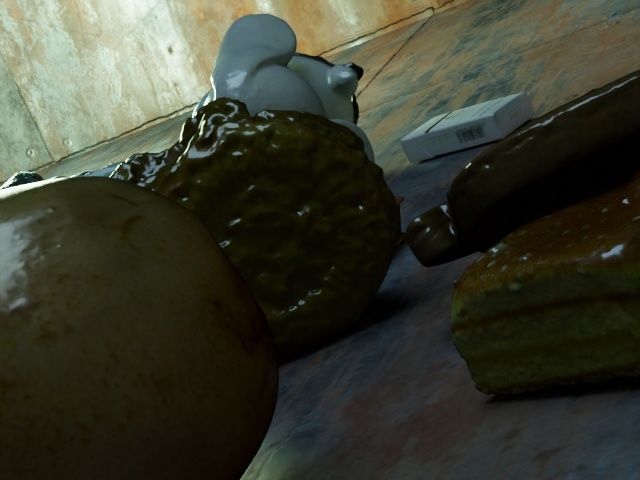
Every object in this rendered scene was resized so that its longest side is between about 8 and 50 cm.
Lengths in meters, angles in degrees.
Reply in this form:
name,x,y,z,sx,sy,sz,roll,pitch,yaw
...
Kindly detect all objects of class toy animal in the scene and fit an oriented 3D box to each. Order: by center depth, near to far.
name,x,y,z,sx,sy,sz,roll,pitch,yaw
toy animal,-0.040,-0.150,2.171,0.174,0.249,0.289,-41,20,26

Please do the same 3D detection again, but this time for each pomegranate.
name,x,y,z,sx,sy,sz,roll,pitch,yaw
pomegranate,-0.190,0.103,1.189,0.319,0.319,0.319,-23,11,5

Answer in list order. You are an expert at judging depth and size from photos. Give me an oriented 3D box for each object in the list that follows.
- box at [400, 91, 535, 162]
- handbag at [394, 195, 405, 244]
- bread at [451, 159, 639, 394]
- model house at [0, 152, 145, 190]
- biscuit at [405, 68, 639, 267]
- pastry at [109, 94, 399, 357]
name,x,y,z,sx,sy,sz,roll,pitch,yaw
box,0.185,-0.143,2.170,0.154,0.040,0.084,-14,17,43
handbag,0.000,0.000,1.766,0.127,0.063,0.190,5,22,23
bread,0.222,0.009,1.226,0.184,0.111,0.234,-14,15,46
model house,-0.237,-0.015,2.080,0.324,0.194,0.267,-18,12,13
biscuit,0.213,-0.066,1.408,0.314,0.063,0.367,-24,-10,6
pastry,-0.052,-0.012,1.568,0.240,0.235,0.132,-36,17,-4
